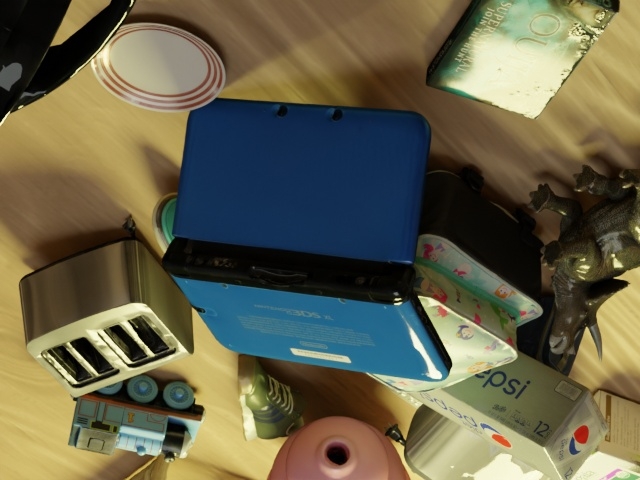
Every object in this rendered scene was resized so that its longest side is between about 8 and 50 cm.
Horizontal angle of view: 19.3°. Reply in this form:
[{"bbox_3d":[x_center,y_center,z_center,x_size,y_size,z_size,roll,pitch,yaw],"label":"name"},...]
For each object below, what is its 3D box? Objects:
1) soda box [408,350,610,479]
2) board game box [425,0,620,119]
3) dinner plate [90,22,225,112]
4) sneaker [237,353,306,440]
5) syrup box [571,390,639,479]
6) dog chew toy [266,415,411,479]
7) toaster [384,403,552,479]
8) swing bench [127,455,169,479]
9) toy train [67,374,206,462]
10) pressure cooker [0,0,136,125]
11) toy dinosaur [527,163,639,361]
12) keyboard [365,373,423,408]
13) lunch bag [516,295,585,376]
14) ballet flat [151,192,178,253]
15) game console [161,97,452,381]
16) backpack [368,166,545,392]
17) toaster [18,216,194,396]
[{"bbox_3d":[0.193,0.171,2.205,0.286,0.091,0.098,28,161,39],"label":"soda box"},{"bbox_3d":[0.196,-0.195,1.849,0.126,0.026,0.186,16,145,-12],"label":"board game box"},{"bbox_3d":[-0.167,-0.182,1.945,0.141,0.017,0.141,4,146,3],"label":"dinner plate"},{"bbox_3d":[-0.061,0.204,2.457,0.086,0.064,0.192,0,148,2],"label":"sneaker"},{"bbox_3d":[0.433,0.285,2.451,0.236,0.096,0.093,20,144,-20],"label":"syrup box"},{"bbox_3d":[0.022,0.322,2.452,0.206,0.207,0.332,5,157,3],"label":"dog chew toy"},{"bbox_3d":[0.212,0.247,2.391,0.227,0.129,0.146,30,130,-7],"label":"toaster"},{"bbox_3d":[-0.196,0.454,2.755,0.254,0.165,0.253,23,143,-22],"label":"swing bench"},{"bbox_3d":[-0.245,0.236,2.494,0.184,0.105,0.080,13,146,-8],"label":"toy train"},{"bbox_3d":[-0.354,-0.264,1.557,0.420,0.376,0.370,25,-179,-25],"label":"pressure cooker"},{"bbox_3d":[0.329,-0.017,2.033,0.160,0.121,0.313,24,121,-42],"label":"toy dinosaur"},{"bbox_3d":[0.098,0.166,2.410,0.072,0.014,0.256,-23,136,37],"label":"keyboard"},{"bbox_3d":[0.275,0.112,2.227,0.065,0.098,0.067,7,153,34],"label":"lunch bag"},{"bbox_3d":[-0.126,0.021,2.189,0.086,0.086,0.248,-20,138,34],"label":"ballet flat"},{"bbox_3d":[0.000,0.000,1.979,0.293,0.173,0.250,7,147,31],"label":"game console"},{"bbox_3d":[0.102,0.056,2.108,0.253,0.191,0.225,-20,139,42],"label":"backpack"},{"bbox_3d":[-0.256,0.088,2.245,0.168,0.110,0.186,-21,141,11],"label":"toaster"}]
